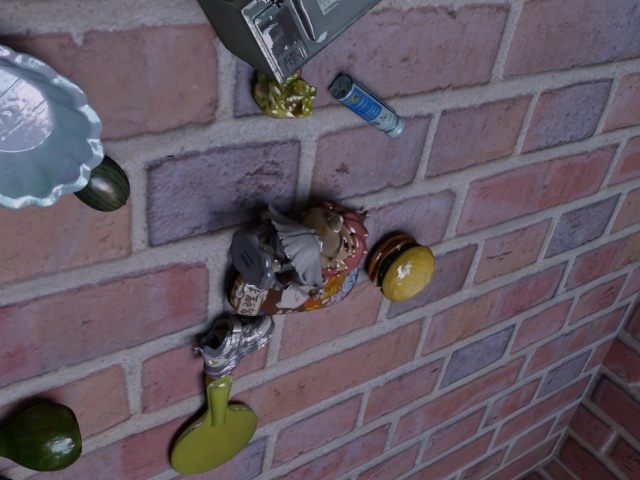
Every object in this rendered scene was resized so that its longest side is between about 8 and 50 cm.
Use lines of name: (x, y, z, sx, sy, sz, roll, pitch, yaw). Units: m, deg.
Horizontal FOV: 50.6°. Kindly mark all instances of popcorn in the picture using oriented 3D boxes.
popcorn: (-0.059, -0.244, 1.129, 0.097, 0.089, 0.109, -39, 145, 9)

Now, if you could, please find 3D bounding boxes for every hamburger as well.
hamburger: (0.189, 0.065, 1.589, 0.162, 0.115, 0.162, -24, 134, -27)

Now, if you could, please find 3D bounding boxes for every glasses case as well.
glasses case: (-0.051, 0.089, 1.422, 0.321, 0.082, 0.122, -3, 127, -40)

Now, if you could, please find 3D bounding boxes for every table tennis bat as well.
table tennis bat: (-0.245, 0.425, 1.571, 0.224, 0.054, 0.368, -19, 138, -28)

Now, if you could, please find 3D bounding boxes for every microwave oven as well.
microwave oven: (-0.029, -0.364, 0.965, 0.240, 0.194, 0.145, -41, 143, -9)

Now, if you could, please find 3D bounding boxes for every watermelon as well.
watermelon: (-0.333, -0.087, 1.023, 0.078, 0.078, 0.110, -41, 142, -6)

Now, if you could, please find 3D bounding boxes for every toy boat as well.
toy boat: (-0.415, -0.164, 0.863, 0.199, 0.100, 0.290, -44, 142, -3)

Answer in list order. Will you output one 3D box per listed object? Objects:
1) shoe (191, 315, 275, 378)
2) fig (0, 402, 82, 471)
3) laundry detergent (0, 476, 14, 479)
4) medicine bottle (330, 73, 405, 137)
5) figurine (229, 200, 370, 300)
shoe: (-0.184, 0.197, 1.403, 0.180, 0.089, 0.092, -39, 129, -12)
fig: (-0.514, 0.357, 1.217, 0.156, 0.123, 0.123, -7, 128, -23)
laundry detergent: (-0.684, 0.469, 1.186, 0.143, 0.094, 0.290, -44, 139, 8)
medicine bottle: (0.093, -0.251, 1.281, 0.191, 0.051, 0.051, 25, 105, -49)
figurine: (0.000, 0.000, 1.312, 0.387, 0.207, 0.166, -15, 152, -45)
